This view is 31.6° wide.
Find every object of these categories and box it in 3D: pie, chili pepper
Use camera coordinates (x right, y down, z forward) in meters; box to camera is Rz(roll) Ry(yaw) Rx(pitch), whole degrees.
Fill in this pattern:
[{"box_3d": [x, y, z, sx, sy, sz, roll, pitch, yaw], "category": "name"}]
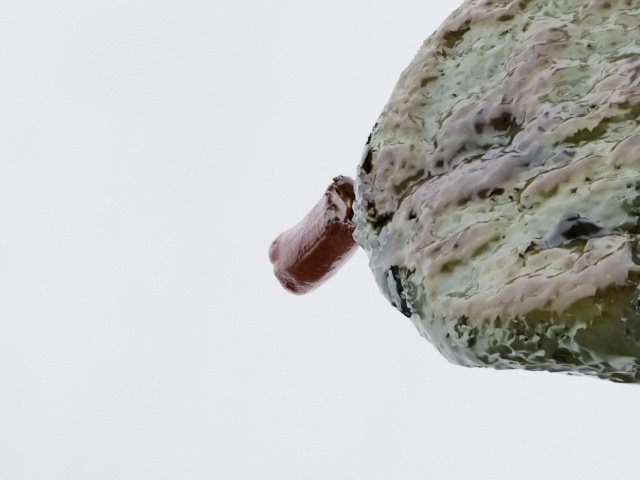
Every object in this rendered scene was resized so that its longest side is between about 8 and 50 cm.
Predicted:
[{"box_3d": [0.138, -0.061, 0.478, 0.302, 0.302, 0.067, -29, -60, 15], "category": "pie"}, {"box_3d": [0.000, 0.000, 1.067, 0.070, 0.073, 0.123, -1, -31, -37], "category": "chili pepper"}]
